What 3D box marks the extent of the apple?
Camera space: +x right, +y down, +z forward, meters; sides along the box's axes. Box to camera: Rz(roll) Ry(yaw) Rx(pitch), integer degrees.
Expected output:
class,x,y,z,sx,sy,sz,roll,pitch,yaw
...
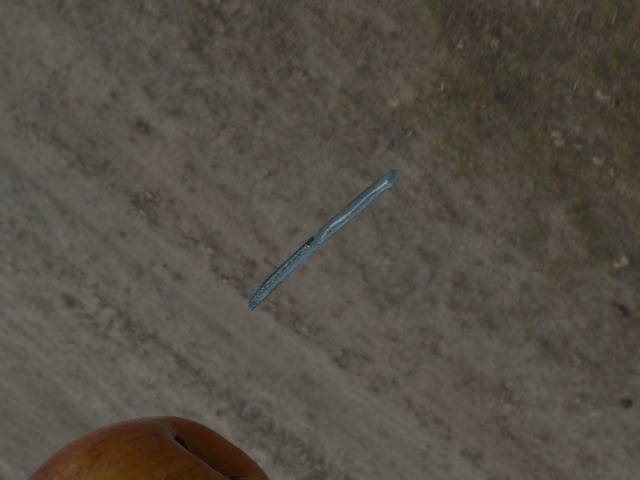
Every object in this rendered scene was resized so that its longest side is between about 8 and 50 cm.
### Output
class,x,y,z,sx,sy,sz,roll,pitch,yaw
apple,-0.172,0.315,0.972,0.299,0.299,0.275,35,104,-7

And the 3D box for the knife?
class,x,y,z,sx,sy,sz,roll,pitch,yaw
knife,0.000,-0.001,0.937,0.015,0.028,0.210,39,115,-21
